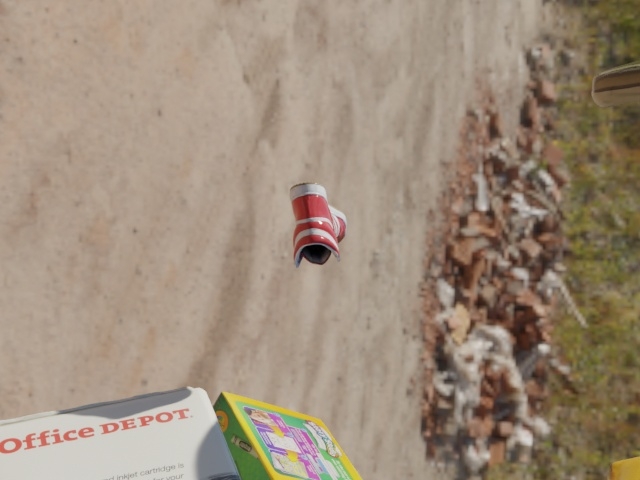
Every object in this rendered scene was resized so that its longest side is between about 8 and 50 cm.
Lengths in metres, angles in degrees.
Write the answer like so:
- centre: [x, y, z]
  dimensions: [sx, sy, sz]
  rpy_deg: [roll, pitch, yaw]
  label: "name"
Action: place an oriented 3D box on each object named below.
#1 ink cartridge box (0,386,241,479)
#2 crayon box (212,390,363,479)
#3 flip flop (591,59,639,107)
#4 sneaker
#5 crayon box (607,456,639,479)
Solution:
- centre: [-0.146, 0.252, 0.794]
  dimensions: [0.273, 0.196, 0.114]
  rpy_deg: [-120, -152, -49]
  label: "ink cartridge box"
- centre: [-0.031, 0.308, 1.326]
  dimensions: [0.165, 0.278, 0.081]
  rpy_deg: [22, 104, -31]
  label: "crayon box"
- centre: [0.348, -0.108, 0.843]
  dimensions: [0.112, 0.277, 0.080]
  rpy_deg: [-18, 106, -50]
  label: "flip flop"
- centre: [0.000, 0.000, 0.933]
  dimensions: [0.118, 0.042, 0.067]
  rpy_deg: [52, 29, -67]
  label: "sneaker"
- centre: [0.269, 0.193, 0.510]
  dimensions: [0.202, 0.318, 0.081]
  rpy_deg: [70, 23, -13]
  label: "crayon box"
